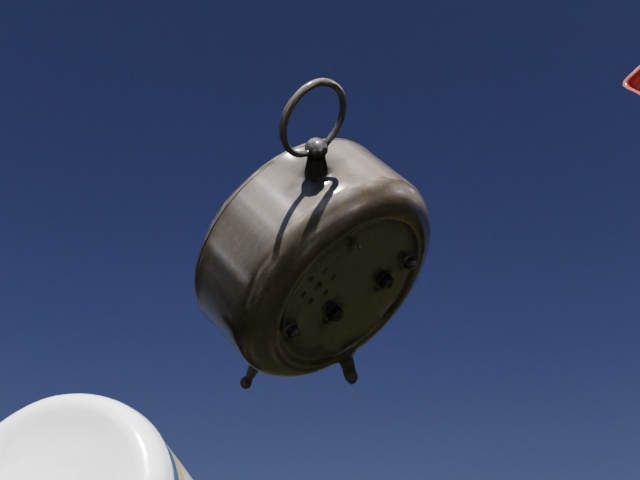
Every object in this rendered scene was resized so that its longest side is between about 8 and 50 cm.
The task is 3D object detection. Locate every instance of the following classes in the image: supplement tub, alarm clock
[{"bbox_3d":[-0.141,0.208,0.558,0.144,0.144,0.199,-6,-39,9],"label":"supplement tub"},{"bbox_3d":[0.000,0.000,0.442,0.129,0.064,0.192,-29,-42,-25],"label":"alarm clock"}]

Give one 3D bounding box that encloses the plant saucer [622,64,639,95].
[{"bbox_3d":[0.602,-0.235,1.148,0.259,0.258,0.048,-42,-44,-4],"label":"plant saucer"}]
